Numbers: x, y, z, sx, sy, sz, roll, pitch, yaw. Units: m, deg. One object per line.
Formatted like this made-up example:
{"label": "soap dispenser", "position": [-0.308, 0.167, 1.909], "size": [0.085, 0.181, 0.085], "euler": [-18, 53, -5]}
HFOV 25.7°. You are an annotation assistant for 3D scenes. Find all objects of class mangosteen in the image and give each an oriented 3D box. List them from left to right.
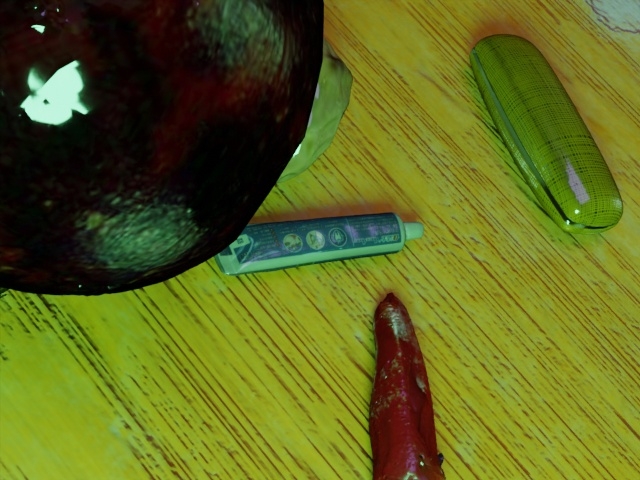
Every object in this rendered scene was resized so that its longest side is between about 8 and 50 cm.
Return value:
{"label": "mangosteen", "position": [-0.188, -0.127, 0.965], "size": [0.381, 0.421, 0.381], "euler": [19, 50, -24]}

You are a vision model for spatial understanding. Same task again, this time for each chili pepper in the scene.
{"label": "chili pepper", "position": [0.067, 0.139, 1.096], "size": [0.059, 0.050, 0.268], "euler": [0, 52, -3]}

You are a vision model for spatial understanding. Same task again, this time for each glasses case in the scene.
{"label": "glasses case", "position": [0.213, -0.106, 1.341], "size": [0.079, 0.064, 0.234], "euler": [-2, 54, -33]}

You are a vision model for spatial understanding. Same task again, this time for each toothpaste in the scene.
{"label": "toothpaste", "position": [0.000, 0.000, 1.186], "size": [0.197, 0.035, 0.057], "euler": [-6, 48, -24]}

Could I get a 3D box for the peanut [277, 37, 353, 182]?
{"label": "peanut", "position": [-0.087, -0.134, 1.202], "size": [0.233, 0.110, 0.196], "euler": [11, 48, -16]}
